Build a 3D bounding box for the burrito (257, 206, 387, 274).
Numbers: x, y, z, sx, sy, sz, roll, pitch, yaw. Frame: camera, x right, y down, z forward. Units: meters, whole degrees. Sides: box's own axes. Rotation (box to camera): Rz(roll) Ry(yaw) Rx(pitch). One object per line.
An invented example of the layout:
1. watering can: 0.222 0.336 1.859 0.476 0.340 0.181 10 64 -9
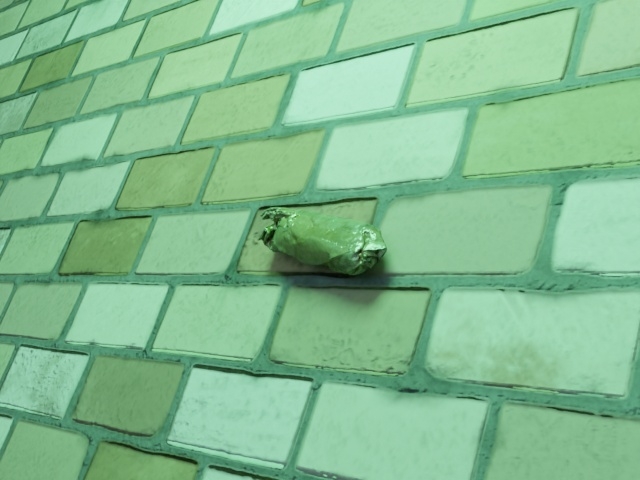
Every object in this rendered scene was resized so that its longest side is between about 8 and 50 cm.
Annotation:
1. burrito: -0.001 -0.001 0.897 0.188 0.045 0.058 14 80 47
